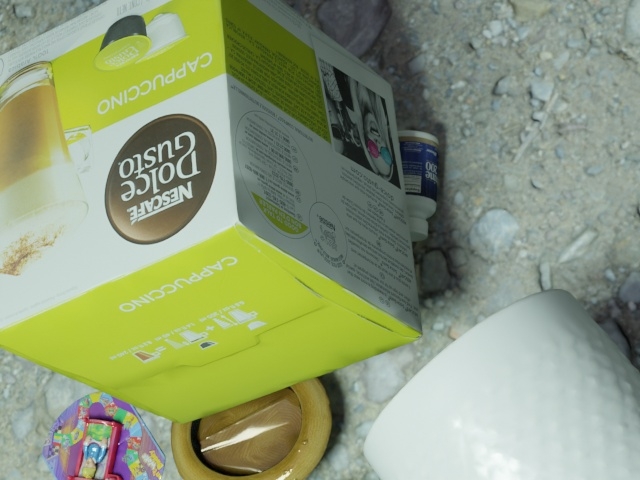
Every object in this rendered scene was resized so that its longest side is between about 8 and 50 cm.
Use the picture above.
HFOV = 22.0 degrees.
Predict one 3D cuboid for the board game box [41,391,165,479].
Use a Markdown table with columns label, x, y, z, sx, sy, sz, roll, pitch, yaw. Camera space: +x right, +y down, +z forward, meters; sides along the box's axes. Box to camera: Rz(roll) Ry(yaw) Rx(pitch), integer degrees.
| label | x | y | z | sx | sy | sz | roll | pitch | yaw |
| --- | --- | --- | --- | --- | --- | --- | --- | --- | --- |
| board game box | -0.268 | 0.260 | 1.985 | 0.133 | 0.033 | 0.169 | -39 | 65 | 7 |

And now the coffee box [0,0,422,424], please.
| label | x | y | z | sx | sy | sz | roll | pitch | yaw |
| --- | --- | --- | --- | --- | --- | --- | --- | --- | --- |
| coffee box | -0.133 | -0.039 | 1.758 | 0.337 | 0.338 | 0.334 | -22 | 57 | 27 |

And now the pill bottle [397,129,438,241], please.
| label | x | y | z | sx | sy | sz | roll | pitch | yaw |
| --- | --- | --- | --- | --- | --- | --- | --- | --- | --- |
| pill bottle | 0.103 | -0.062 | 1.920 | 0.067 | 0.067 | 0.120 | -2 | 74 | 20 |

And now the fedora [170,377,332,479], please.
| label | x | y | z | sx | sy | sz | roll | pitch | yaw |
| --- | --- | --- | --- | --- | --- | --- | --- | --- | --- |
| fedora | -0.074 | 0.219 | 1.898 | 0.194 | 0.079 | 0.194 | -5 | 71 | 14 |

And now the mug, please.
| label | x | y | z | sx | sy | sz | roll | pitch | yaw |
| --- | --- | --- | --- | --- | --- | --- | --- | --- | --- |
| mug | 0.223 | 0.292 | 1.682 | 0.328 | 0.276 | 0.374 | 52 | 126 | 22 |
